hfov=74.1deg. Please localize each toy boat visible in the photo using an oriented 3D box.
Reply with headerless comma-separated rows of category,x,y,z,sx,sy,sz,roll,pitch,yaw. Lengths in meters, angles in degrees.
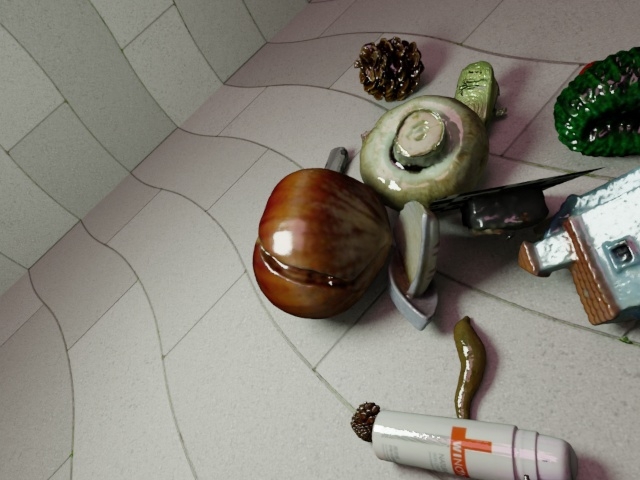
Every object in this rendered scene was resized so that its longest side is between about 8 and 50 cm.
toy boat,0.226,0.032,1.010,0.111,0.293,0.276,0,22,-5

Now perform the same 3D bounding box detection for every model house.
model house,0.575,0.039,0.806,0.329,0.252,0.294,-33,61,42

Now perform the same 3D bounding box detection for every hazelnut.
hazelnut,0.000,0.000,1.113,0.360,0.359,0.409,-13,52,27

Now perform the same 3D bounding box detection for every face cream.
face cream,0.270,0.383,0.783,0.346,0.102,0.101,-8,51,33

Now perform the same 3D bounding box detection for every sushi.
sushi,0.386,-0.049,0.929,0.297,0.373,0.099,-10,87,7

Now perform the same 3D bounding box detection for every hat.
hat,0.715,-0.365,1.029,0.275,0.242,0.332,1,41,21

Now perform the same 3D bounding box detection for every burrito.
burrito,0.581,-0.054,0.958,0.226,0.060,0.087,-36,4,6

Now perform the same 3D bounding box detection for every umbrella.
umbrella,0.027,-0.192,1.484,0.073,0.067,0.337,-11,49,44

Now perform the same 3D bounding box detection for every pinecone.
pinecone,0.256,-0.632,1.575,0.244,0.243,0.257,-2,13,35
pinecone,0.104,0.391,0.916,0.077,0.077,0.083,-8,41,31

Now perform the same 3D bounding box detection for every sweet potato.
sweet potato,0.313,0.264,0.891,0.069,0.059,0.249,-26,43,44

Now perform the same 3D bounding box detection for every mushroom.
mushroom,0.280,-0.234,1.170,0.353,0.260,0.351,-4,78,19

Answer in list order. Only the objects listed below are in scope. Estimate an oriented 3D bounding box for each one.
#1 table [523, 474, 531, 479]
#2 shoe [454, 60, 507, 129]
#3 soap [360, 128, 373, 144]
table,0.406,0.439,0.581,0.193,0.172,0.169,-11,49,29
shoe,0.485,-0.417,1.307,0.140,0.128,0.262,6,87,49
soap,0.272,-0.323,1.396,0.274,0.098,0.217,-19,45,22
